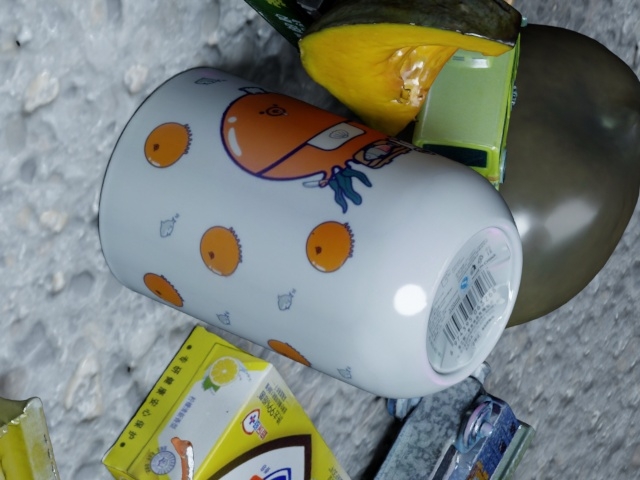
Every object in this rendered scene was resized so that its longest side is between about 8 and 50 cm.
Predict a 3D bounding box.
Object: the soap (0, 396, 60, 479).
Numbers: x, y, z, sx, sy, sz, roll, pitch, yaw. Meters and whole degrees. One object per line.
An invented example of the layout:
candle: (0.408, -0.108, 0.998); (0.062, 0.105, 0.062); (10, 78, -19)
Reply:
soap: (-0.278, 0.239, 1.606); (0.135, 0.076, 0.233); (-40, 138, -36)

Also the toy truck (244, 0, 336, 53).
toy truck: (-0.010, -0.230, 1.673); (0.088, 0.121, 0.259); (-62, 148, -7)

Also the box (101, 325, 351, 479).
box: (-0.082, 0.224, 1.866); (0.168, 0.097, 0.265); (-55, 146, -20)

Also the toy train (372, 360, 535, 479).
toy train: (0.113, 0.273, 2.169); (0.300, 0.131, 0.202); (-59, 154, -13)

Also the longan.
longan: (0.177, -0.069, 1.918); (0.350, 0.288, 0.288); (-59, 148, -30)

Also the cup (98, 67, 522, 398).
cup: (0.000, 0.000, 1.644); (0.212, 0.317, 0.212); (-35, 136, -42)

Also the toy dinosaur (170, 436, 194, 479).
toy dinosaur: (-0.189, 0.282, 1.742); (0.055, 0.101, 0.280); (-29, 143, -59)

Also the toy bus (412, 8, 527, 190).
toy bus: (0.133, -0.129, 1.743); (0.101, 0.088, 0.175); (83, 15, -57)

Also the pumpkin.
pumpkin: (0.061, -0.187, 1.597); (0.254, 0.149, 0.130); (145, -37, -66)
